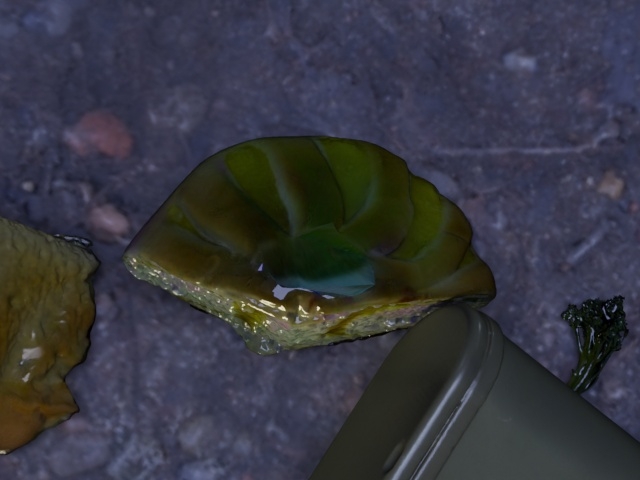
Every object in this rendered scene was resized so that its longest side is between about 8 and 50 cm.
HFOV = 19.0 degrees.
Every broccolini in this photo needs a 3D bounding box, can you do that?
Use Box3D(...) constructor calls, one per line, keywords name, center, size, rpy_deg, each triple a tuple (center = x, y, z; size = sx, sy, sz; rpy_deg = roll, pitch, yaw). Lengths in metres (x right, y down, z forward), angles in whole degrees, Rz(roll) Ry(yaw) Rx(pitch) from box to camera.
Box3D(name="broccolini", center=(0.165, 0.119, 1.426), size=(0.052, 0.054, 0.194), rpy_deg=(44, 83, -15))

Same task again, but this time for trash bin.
Box3D(name="trash bin", center=(0.122, 0.205, 1.337), size=(0.247, 0.121, 0.243), rpy_deg=(36, 80, -21))

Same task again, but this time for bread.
Box3D(name="bread", center=(-0.013, -0.006, 1.379), size=(0.260, 0.158, 0.156), rpy_deg=(-11, 78, -8))
Box3D(name="bread", center=(-0.287, 0.049, 1.363), size=(0.251, 0.133, 0.174), rpy_deg=(15, 79, 0))
